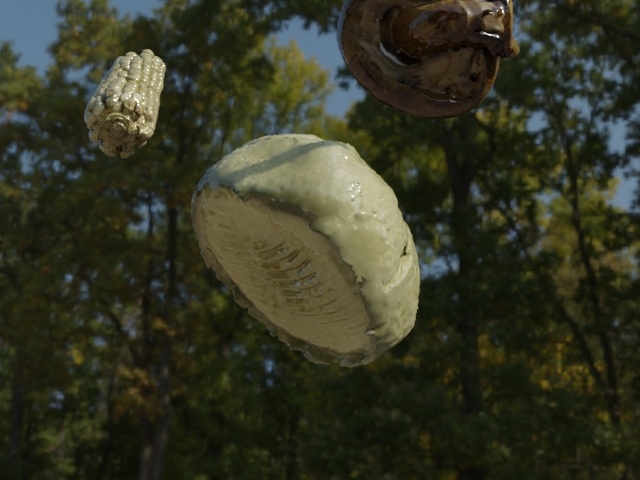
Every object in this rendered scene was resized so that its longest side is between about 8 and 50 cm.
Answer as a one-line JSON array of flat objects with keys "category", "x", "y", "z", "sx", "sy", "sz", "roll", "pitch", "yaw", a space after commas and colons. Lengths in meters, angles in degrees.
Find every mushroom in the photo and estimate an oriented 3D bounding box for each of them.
[{"category": "mushroom", "x": 0.182, "y": -0.327, "z": 1.561, "sx": 0.283, "sy": 0.263, "sz": 0.195, "roll": 10, "pitch": 8, "yaw": 37}]

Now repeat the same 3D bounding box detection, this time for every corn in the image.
[{"category": "corn", "x": -0.242, "y": -0.182, "z": 1.220, "sx": 0.087, "sy": 0.211, "sz": 0.087, "roll": -1, "pitch": -55, "yaw": -2}]

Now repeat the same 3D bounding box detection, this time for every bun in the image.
[{"category": "bun", "x": 0.000, "y": 0.000, "z": 0.977, "sx": 0.259, "sy": 0.152, "sz": 0.259, "roll": 31, "pitch": -31, "yaw": 21}]
